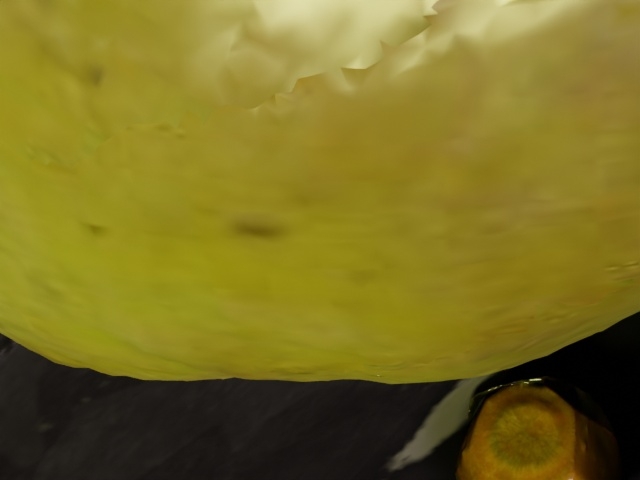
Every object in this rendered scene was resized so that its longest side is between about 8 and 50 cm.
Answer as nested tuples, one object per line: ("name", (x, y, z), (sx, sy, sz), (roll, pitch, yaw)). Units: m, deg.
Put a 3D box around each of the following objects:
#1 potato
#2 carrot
("potato", (0.031, -0.051, 0.425), (0.330, 0.213, 0.280), (-10, 141, -35))
("carrot", (0.110, 0.126, 0.890), (0.082, 0.082, 0.173), (-34, 147, -4))
